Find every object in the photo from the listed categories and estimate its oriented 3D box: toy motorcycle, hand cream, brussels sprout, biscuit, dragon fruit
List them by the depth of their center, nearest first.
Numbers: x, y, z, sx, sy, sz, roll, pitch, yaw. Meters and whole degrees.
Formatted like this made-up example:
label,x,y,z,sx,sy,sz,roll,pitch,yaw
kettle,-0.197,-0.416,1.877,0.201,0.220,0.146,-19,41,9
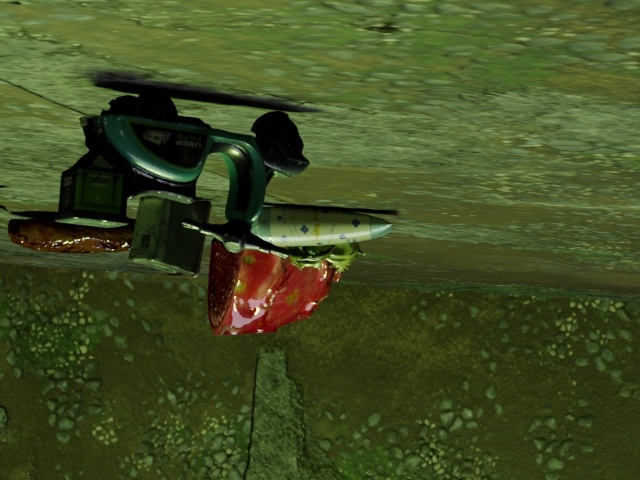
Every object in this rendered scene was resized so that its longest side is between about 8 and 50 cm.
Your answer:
label,x,y,z,sx,sy,sz,roll,pitch,yaw
toy motorcycle,-0.086,-0.045,1.259,0.173,0.100,0.058,8,175,-28
hand cream,-0.007,-0.014,2.028,0.170,0.043,0.065,2,176,2
brussels sprout,0.000,0.000,2.090,0.085,0.085,0.058,3,141,16
biscuit,-0.308,-0.005,2.438,0.192,0.049,0.192,5,180,0
dragon fruit,-0.076,0.054,2.485,0.163,0.189,0.261,36,172,-12

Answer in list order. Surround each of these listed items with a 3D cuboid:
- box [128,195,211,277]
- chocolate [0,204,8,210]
label,x,y,z,sx,sy,sz,roll,pitch,yaw
box,-0.162,-0.008,2.021,0.063,0.085,0.060,17,170,-36
chocolate,-0.427,-0.053,2.023,0.182,0.028,0.086,8,-178,-31
